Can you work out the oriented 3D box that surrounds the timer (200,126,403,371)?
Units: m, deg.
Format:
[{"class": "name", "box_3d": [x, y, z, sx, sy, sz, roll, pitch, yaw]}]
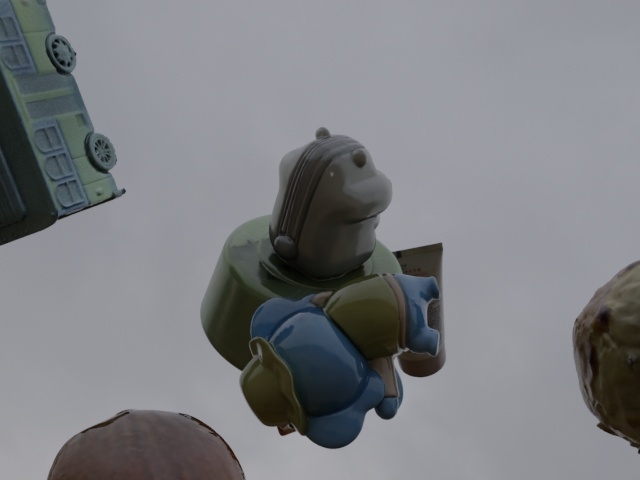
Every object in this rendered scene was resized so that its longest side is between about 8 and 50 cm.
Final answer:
[{"class": "timer", "box_3d": [0.000, 0.000, 1.428, 0.291, 0.291, 0.315, 16, -60, 4]}]

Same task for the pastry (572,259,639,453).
[{"class": "pastry", "box_3d": [0.425, 0.152, 1.353, 0.237, 0.256, 0.170, 2, 9, 42]}]

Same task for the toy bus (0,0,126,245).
[{"class": "toy bus", "box_3d": [-0.408, -0.165, 1.374, 0.152, 0.190, 0.312, -17, -83, 26]}]

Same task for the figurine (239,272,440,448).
[{"class": "figurine", "box_3d": [0.030, 0.142, 1.248, 0.262, 0.180, 0.154, -17, 5, 3]}]

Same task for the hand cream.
[{"class": "hand cream", "box_3d": [0.142, 0.108, 1.668, 0.133, 0.083, 0.248, -10, -53, 3]}]

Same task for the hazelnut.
[{"class": "hazelnut", "box_3d": [-0.123, 0.196, 0.754, 0.150, 0.150, 0.150, 13, -32, 9]}]
